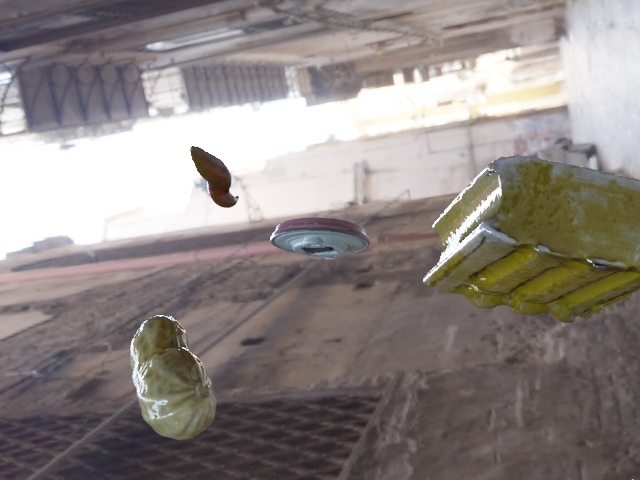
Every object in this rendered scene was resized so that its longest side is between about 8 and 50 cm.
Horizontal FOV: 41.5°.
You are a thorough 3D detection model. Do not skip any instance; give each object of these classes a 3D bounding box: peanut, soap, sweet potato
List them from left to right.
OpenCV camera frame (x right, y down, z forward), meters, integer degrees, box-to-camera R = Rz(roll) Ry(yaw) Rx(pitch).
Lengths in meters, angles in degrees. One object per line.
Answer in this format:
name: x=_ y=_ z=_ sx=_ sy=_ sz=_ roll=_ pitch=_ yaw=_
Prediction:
peanut: x=-0.278 y=0.249 z=1.559 sx=0.305 sy=0.147 sz=0.147 roll=43 pitch=153 yaw=61
sweet potato: x=-0.205 y=-0.124 z=1.659 sx=0.055 sy=0.058 sz=0.202 roll=-59 pitch=-30 yaw=-23
soap: x=0.339 y=0.010 z=1.293 sx=0.335 sy=0.293 sz=0.156 roll=112 pitch=171 yaw=-73

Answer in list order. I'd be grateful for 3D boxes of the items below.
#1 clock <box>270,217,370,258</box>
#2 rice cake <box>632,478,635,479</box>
clock: x=0.000 y=0.001 z=2.067 sx=0.244 sy=0.244 sz=0.056 roll=42 pitch=-132 yaw=-65
rice cake: x=0.768 y=0.625 z=1.895 sx=0.290 sy=0.051 sz=0.081 roll=42 pitch=170 yaw=-17
